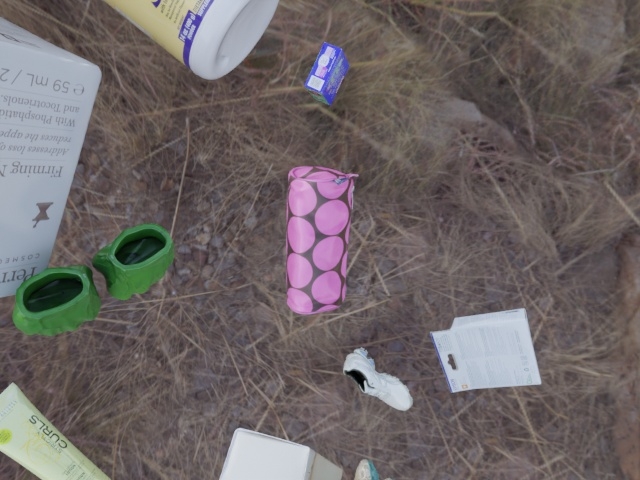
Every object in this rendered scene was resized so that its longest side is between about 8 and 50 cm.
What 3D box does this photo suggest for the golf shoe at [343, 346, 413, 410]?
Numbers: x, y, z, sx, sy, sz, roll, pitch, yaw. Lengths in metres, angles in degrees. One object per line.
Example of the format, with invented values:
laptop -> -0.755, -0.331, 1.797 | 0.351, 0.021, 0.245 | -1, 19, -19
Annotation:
golf shoe -> 0.118, 0.319, 1.152 | 0.176, 0.069, 0.086 | 38, 31, 7

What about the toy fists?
toy fists -> -0.377, 0.068, 0.902 | 0.279, 0.142, 0.096 | -33, 75, -30

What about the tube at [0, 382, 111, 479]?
tube -> -0.460, 0.353, 0.884 | 0.062, 0.070, 0.240 | -42, 99, 9

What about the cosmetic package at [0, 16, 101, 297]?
cosmetic package -> -0.592, -0.144, 0.757 | 0.327, 0.329, 0.394 | 28, 106, 19

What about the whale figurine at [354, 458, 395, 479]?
whale figurine -> 0.146, 0.605, 1.146 | 0.141, 0.272, 0.217 | 8, 106, -14

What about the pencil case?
pencil case -> 0.000, 0.000, 0.771 | 0.098, 0.095, 0.210 | -5, 111, -25

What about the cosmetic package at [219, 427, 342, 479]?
cosmetic package -> -0.056, 0.398, 0.800 | 0.113, 0.309, 0.160 | 9, 65, 15

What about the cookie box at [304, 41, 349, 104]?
cookie box -> 0.014, -0.322, 1.035 | 0.040, 0.107, 0.092 | 26, 96, 9

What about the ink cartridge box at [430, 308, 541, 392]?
ink cartridge box -> 0.402, 0.272, 1.287 | 0.223, 0.045, 0.224 | -12, 121, 20

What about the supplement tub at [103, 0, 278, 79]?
supplement tub -> -0.263, -0.483, 0.960 | 0.331, 0.241, 0.241 | 38, 76, -3
